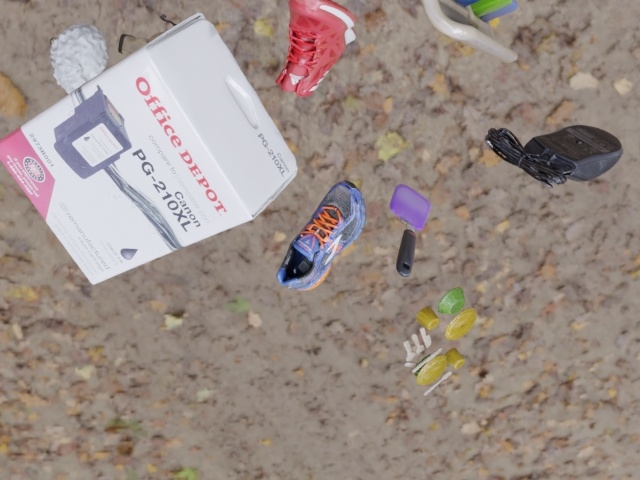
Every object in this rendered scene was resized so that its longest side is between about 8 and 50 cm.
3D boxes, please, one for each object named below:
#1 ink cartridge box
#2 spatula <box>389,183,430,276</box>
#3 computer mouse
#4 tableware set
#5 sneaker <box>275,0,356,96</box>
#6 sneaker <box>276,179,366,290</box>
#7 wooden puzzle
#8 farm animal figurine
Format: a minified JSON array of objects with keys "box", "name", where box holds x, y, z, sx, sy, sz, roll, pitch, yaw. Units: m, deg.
[{"box":[-0.168,-0.078,0.734,0.237,0.100,0.172,-20,110,35],"name":"ink cartridge box"},{"box":[0.157,-0.019,1.391,0.084,0.296,0.030,35,118,-10],"name":"spatula"},{"box":[0.449,-0.154,1.441,0.272,0.188,0.072,-13,131,-31],"name":"computer mouse"},{"box":[0.141,0.117,0.909,0.104,0.024,0.154,-38,142,-8],"name":"tableware set"},{"box":[-0.014,-0.260,1.059,0.128,0.087,0.221,-61,167,7],"name":"sneaker"},{"box":[0.000,0.000,1.263,0.087,0.083,0.221,-16,139,-59],"name":"sneaker"},{"box":[0.150,-0.387,0.913,0.080,0.348,0.322,-23,178,25],"name":"wooden puzzle"},{"box":[-0.228,-0.169,1.173,0.330,0.172,0.327,-17,123,-35],"name":"farm animal figurine"}]
